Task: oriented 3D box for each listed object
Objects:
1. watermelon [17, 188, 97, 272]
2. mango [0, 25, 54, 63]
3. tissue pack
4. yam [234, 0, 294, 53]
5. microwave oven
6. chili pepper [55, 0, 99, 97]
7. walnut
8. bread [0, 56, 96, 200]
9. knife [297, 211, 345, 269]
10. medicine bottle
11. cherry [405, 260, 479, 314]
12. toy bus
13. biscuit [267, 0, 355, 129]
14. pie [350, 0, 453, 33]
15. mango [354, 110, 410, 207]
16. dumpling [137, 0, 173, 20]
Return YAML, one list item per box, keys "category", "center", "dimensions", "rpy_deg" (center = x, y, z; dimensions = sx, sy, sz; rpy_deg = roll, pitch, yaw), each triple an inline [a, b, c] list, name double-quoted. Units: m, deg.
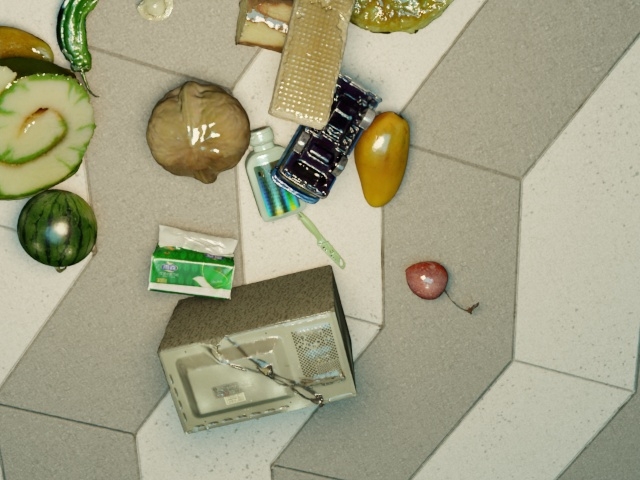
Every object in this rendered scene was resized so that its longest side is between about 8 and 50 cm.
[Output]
- category: "watermelon"
  center: [-0.644, -0.017, 1.888]
  dimensions: [0.187, 0.188, 0.215]
  rpy_deg: [10, 103, -9]
- category: "mango"
  center: [-0.777, -0.390, 1.785]
  dimensions: [0.316, 0.146, 0.193]
  rpy_deg: [-27, 120, -7]
- category: "tissue pack"
  center: [-0.322, 0.052, 1.961]
  dimensions: [0.208, 0.148, 0.156]
  rpy_deg: [8, 106, -7]
- category: "yam"
  center: [-0.080, -0.506, 1.828]
  dimensions: [0.238, 0.129, 0.128]
  rpy_deg: [10, 82, -11]
- category: "microwave oven"
  center: [-0.148, 0.268, 1.935]
  dimensions: [0.431, 0.374, 0.237]
  rpy_deg: [-14, 109, 4]
- category: "chili pepper"
  center: [-0.558, -0.486, 1.815]
  dimensions: [0.122, 0.065, 0.279]
  rpy_deg: [11, 102, -5]
- category: "walnut"
  center: [-0.288, -0.256, 1.830]
  dimensions: [0.248, 0.248, 0.249]
  rpy_deg: [-2, 107, -5]
- category: "bread"
  center: [-0.703, -0.272, 1.744]
  dimensions: [0.366, 0.129, 0.382]
  rpy_deg: [-38, 144, -15]
- category: "knife"
  center: [0.000, 0.000, 2.047]
  dimensions: [0.030, 0.014, 0.207]
  rpy_deg: [-40, 107, 5]
- category: "medicine bottle"
  center: [-0.123, -0.171, 1.945]
  dimensions: [0.121, 0.083, 0.229]
  rpy_deg: [-19, 109, -8]
- category: "cherry"
  center: [0.330, 0.122, 2.076]
  dimensions: [0.225, 0.090, 0.107]
  rpy_deg: [21, 102, -11]
- category: "toy bus"
  center: [0.012, -0.242, 1.852]
  dimensions: [0.138, 0.175, 0.288]
  rpy_deg: [31, 82, -9]
- category: "biscuit"
  center: [-0.005, -0.470, 1.734]
  dimensions: [0.143, 0.078, 0.426]
  rpy_deg: [12, 85, -11]
- category: "pie"
  center: [0.203, -0.667, 1.831]
  dimensions: [0.296, 0.078, 0.372]
  rpy_deg: [20, 106, -10]
- category: "mango"
  center: [0.150, -0.203, 1.950]
  dimensions: [0.138, 0.113, 0.254]
  rpy_deg: [1, 114, -14]
- category: "dumpling"
  center: [-0.389, -0.554, 1.828]
  dimensions: [0.052, 0.057, 0.076]
  rpy_deg: [35, 72, 21]
